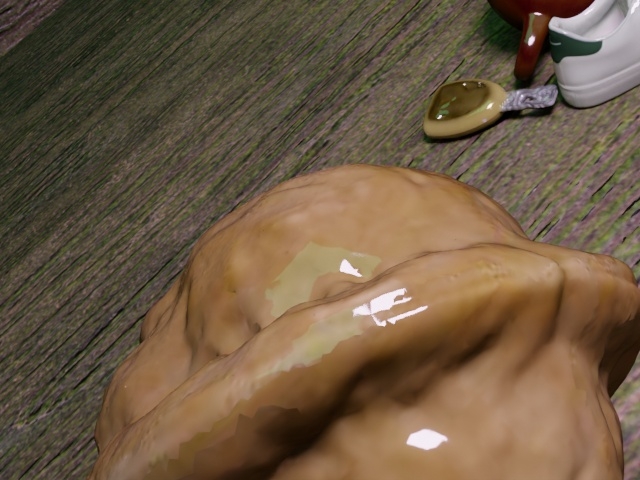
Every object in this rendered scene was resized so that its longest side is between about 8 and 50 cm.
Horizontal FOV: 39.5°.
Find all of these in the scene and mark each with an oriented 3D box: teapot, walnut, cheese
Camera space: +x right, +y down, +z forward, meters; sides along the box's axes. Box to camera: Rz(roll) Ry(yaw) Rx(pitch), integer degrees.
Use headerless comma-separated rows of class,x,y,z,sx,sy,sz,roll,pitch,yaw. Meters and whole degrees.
teapot,0.277,-0.302,1.087,0.178,0.135,0.252,15,75,13
walnut,0.018,0.131,0.599,0.383,0.383,0.383,-22,38,19
cheese,0.200,-0.159,1.047,0.162,0.036,0.086,0,50,39

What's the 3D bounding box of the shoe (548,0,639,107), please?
shoe,0.366,-0.250,0.956,0.265,0.110,0.095,-34,35,8
